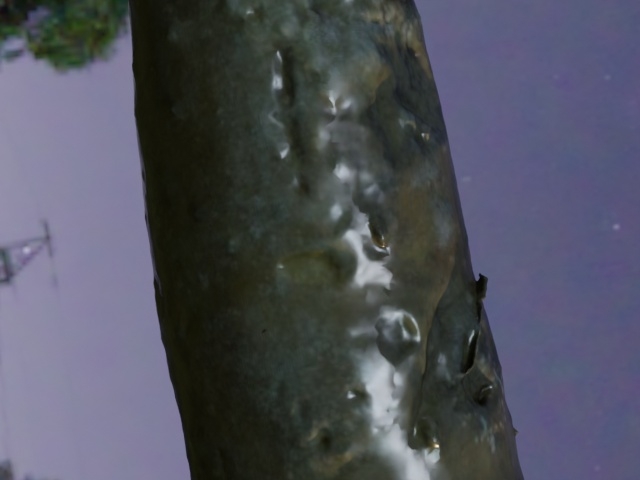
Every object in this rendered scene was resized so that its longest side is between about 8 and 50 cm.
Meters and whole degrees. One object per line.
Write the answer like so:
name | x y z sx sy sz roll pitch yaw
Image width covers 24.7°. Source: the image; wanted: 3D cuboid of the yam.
yam | 0.000 0.000 0.548 0.133 0.133 0.330 7 -72 61
